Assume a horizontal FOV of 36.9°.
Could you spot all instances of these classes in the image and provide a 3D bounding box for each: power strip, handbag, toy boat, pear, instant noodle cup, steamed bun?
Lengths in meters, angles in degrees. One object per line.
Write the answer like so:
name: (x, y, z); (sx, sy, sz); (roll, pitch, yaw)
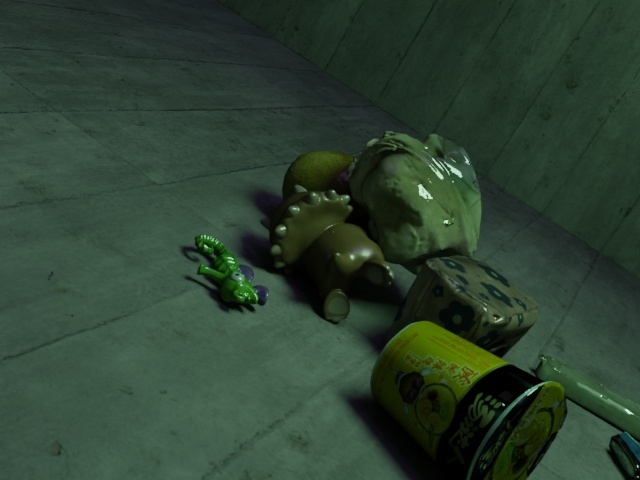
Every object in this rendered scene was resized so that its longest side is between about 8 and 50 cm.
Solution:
power strip: (0.561, 0.319, 1.953); (0.286, 0.048, 0.080); (31, 16, -1)
handbag: (0.241, 0.145, 1.674); (0.190, 0.193, 0.251); (37, 19, 24)
toy boat: (0.577, 0.400, 1.742); (0.061, 0.060, 0.137); (5, 20, -10)
pear: (0.040, -0.080, 1.944); (0.228, 0.188, 0.211); (16, 14, -41)
instant noodle cup: (0.204, 0.235, 1.393); (0.236, 0.215, 0.215); (36, 17, 37)
steamed bun: (0.207, -0.087, 1.790); (0.280, 0.207, 0.268); (20, 46, -44)

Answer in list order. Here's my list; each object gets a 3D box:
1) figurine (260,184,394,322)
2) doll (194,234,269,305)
figurine: (-0.004, 0.001, 1.686); (0.173, 0.177, 0.247); (43, 18, -30)
doll: (-0.151, 0.048, 1.536); (0.115, 0.050, 0.190); (28, 15, -33)
